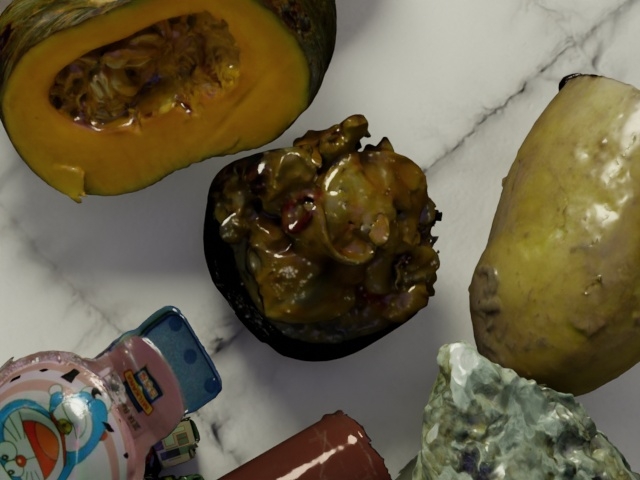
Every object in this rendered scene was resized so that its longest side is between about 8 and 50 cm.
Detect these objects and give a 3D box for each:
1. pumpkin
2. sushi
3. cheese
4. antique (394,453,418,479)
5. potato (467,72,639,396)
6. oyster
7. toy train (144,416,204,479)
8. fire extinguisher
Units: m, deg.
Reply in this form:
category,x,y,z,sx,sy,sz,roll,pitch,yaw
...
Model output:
category,x,y,z,sx,sy,sz,roll,pitch,yaw
pumpkin,-0.131,-0.151,1.538,0.317,0.139,0.222,-20,125,13
sushi,0.005,-0.005,1.558,0.200,0.204,0.213,-41,96,-12
cheese,-0.208,0.167,1.543,0.286,0.074,0.189,-36,79,22
antique,0.166,0.232,1.588,0.152,0.147,0.148,-41,93,-7
potato,0.241,0.017,1.582,0.229,0.229,0.266,34,79,-3
oyster,0.175,0.224,1.462,0.268,0.112,0.198,32,85,-4
toy train,-0.140,0.223,1.601,0.085,0.053,0.249,-19,88,-16
fire extinguisher,-0.090,0.291,1.528,0.337,0.106,0.147,-29,100,-17
